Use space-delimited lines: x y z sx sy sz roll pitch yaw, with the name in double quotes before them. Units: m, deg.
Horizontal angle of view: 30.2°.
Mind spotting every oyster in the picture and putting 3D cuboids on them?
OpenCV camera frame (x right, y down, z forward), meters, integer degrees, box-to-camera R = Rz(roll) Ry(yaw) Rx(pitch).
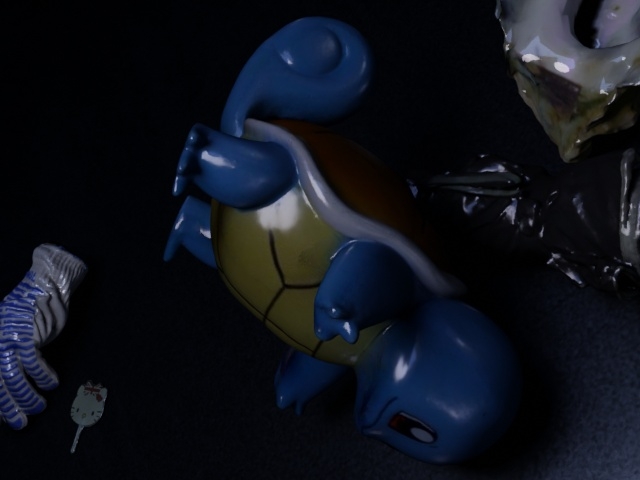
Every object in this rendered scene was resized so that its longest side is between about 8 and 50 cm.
"oyster" 0.286 -0.228 1.025 0.238 0.115 0.351 28 91 37

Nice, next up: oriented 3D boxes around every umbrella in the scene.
"umbrella" 0.194 -0.018 0.983 0.358 0.106 0.113 12 84 44

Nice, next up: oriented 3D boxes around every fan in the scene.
"fan" -0.264 0.197 1.323 0.056 0.004 0.083 4 70 42

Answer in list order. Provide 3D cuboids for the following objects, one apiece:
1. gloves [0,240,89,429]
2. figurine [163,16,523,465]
"gloves" -0.343 0.111 1.388 0.119 0.097 0.229 160 126 -69
"figurine" -0.007 0.010 0.999 0.416 0.243 0.298 67 155 17
